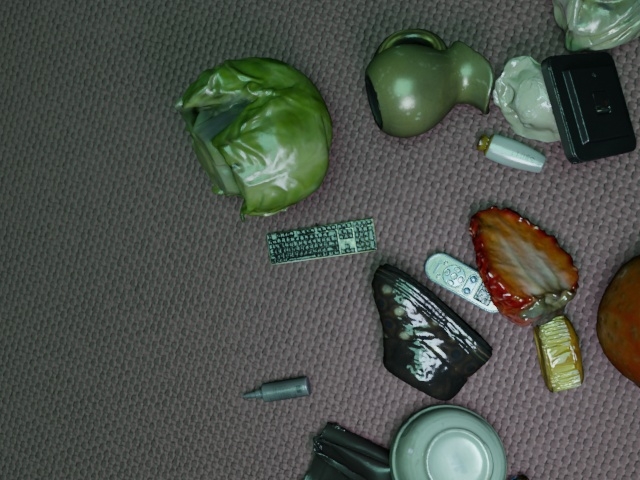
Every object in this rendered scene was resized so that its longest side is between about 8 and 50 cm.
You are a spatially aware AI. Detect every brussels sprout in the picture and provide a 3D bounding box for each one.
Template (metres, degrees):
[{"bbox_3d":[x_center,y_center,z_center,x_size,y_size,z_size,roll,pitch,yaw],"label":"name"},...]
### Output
[{"bbox_3d":[-0.150,-0.289,1.874,0.361,0.342,0.425,-31,88,-17],"label":"brussels sprout"}]

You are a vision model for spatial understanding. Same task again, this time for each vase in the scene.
[{"bbox_3d":[0.269,-0.446,1.855,0.303,0.241,0.329,-17,60,-1],"label":"vase"}]

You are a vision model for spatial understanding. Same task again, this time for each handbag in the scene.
[{"bbox_3d":[0.063,0.680,1.938,0.257,0.113,0.285,25,95,17],"label":"handbag"}]

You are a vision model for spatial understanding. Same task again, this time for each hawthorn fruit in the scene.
[{"bbox_3d":[0.860,0.208,1.632,0.403,0.403,0.402,0,90,12],"label":"hawthorn fruit"}]

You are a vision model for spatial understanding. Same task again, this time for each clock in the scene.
[{"bbox_3d":[0.687,-0.341,1.751,0.049,0.279,0.273,-19,86,56],"label":"clock"}]

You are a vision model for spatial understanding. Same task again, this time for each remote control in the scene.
[{"bbox_3d":[0.398,0.115,1.898,0.244,0.047,0.087,30,93,10],"label":"remote control"}]

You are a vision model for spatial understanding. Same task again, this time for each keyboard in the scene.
[{"bbox_3d":[0.000,0.000,1.989,0.317,0.027,0.106,-9,89,12],"label":"keyboard"}]

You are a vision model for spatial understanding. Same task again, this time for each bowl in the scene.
[{"bbox_3d":[0.340,0.574,1.800,0.307,0.163,0.307,1,72,-3],"label":"bowl"}]

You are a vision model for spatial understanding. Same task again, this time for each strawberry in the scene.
[{"bbox_3d":[0.504,0.071,1.820,0.265,0.149,0.336,-19,61,-24],"label":"strawberry"}]

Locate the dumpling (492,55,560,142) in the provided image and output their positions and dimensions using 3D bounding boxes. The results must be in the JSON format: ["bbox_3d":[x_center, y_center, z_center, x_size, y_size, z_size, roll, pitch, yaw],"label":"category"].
[{"bbox_3d":[0.564,-0.357,1.825,0.258,0.147,0.193,41,128,3],"label":"dumpling"}]

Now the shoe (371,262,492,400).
[{"bbox_3d":[0.250,0.252,1.864,0.384,0.171,0.237,41,94,1],"label":"shoe"}]

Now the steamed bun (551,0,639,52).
[{"bbox_3d":[0.731,-0.632,1.750,0.268,0.207,0.280,-17,88,11],"label":"steamed bun"}]

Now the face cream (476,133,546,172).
[{"bbox_3d":[0.511,-0.235,1.871,0.182,0.051,0.072,22,95,10],"label":"face cream"}]

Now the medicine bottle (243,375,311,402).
[{"bbox_3d":[-0.128,0.433,1.999,0.199,0.057,0.057,-12,88,11],"label":"medicine bottle"}]

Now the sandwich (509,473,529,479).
[{"bbox_3d":[0.508,0.734,1.866,0.159,0.079,0.235,12,96,1],"label":"sandwich"}]

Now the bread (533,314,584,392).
[{"bbox_3d":[0.623,0.292,1.809,0.114,0.132,0.190,-16,89,10],"label":"bread"}]
